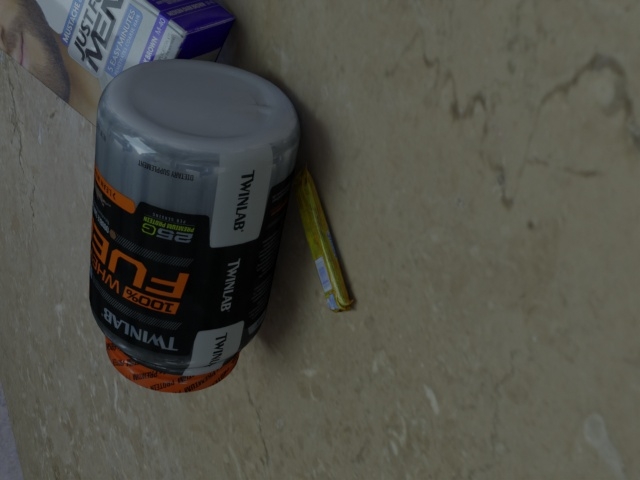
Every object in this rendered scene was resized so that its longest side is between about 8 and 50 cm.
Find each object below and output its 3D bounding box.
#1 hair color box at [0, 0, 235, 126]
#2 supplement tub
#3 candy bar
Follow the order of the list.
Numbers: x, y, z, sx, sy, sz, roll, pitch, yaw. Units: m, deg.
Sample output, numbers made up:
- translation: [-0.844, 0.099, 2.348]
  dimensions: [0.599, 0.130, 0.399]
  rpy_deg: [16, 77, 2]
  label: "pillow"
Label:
- translation: [-0.285, -0.277, 1.037]
  dimensions: [0.338, 0.110, 0.185]
  rpy_deg: [39, 126, 10]
  label: "hair color box"
- translation: [-0.146, -0.007, 0.962]
  dimensions: [0.207, 0.207, 0.338]
  rpy_deg: [48, 138, 40]
  label: "supplement tub"
- translation: [0.000, 0.000, 0.908]
  dimensions: [0.040, 0.018, 0.162]
  rpy_deg: [-35, 71, 61]
  label: "candy bar"
